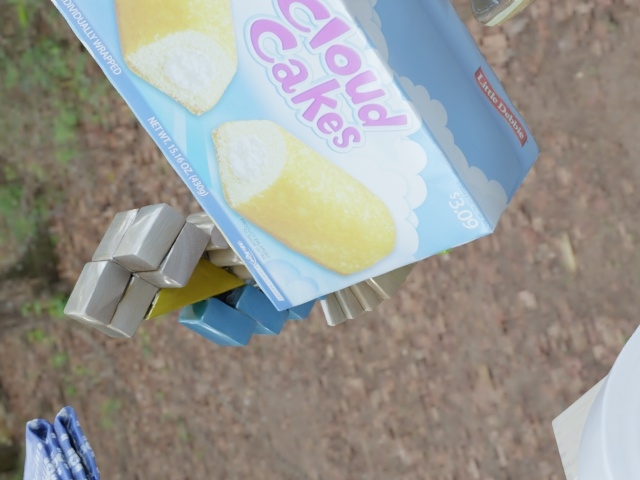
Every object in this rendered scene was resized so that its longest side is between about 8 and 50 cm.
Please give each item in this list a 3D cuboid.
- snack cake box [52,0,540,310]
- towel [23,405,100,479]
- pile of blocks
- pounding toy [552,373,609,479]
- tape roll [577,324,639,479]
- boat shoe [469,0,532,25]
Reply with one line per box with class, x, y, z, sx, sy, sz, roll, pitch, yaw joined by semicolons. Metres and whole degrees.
snack cake box;-0.023;-0.107;0.710;0.152;0.089;0.264;-22;111;39
towel;-0.088;0.285;0.770;0.336;0.040;0.243;53;146;32
pile of blocks;0.000;0.000;0.997;0.112;0.362;0.149;-5;108;61
pounding toy;0.369;0.241;1.543;0.181;0.206;0.094;-50;37;39
tape roll;0.342;0.171;1.034;0.100;0.286;0.286;95;155;-62
boat shoe;0.197;-0.247;1.146;0.190;0.072;0.068;-51;45;44
